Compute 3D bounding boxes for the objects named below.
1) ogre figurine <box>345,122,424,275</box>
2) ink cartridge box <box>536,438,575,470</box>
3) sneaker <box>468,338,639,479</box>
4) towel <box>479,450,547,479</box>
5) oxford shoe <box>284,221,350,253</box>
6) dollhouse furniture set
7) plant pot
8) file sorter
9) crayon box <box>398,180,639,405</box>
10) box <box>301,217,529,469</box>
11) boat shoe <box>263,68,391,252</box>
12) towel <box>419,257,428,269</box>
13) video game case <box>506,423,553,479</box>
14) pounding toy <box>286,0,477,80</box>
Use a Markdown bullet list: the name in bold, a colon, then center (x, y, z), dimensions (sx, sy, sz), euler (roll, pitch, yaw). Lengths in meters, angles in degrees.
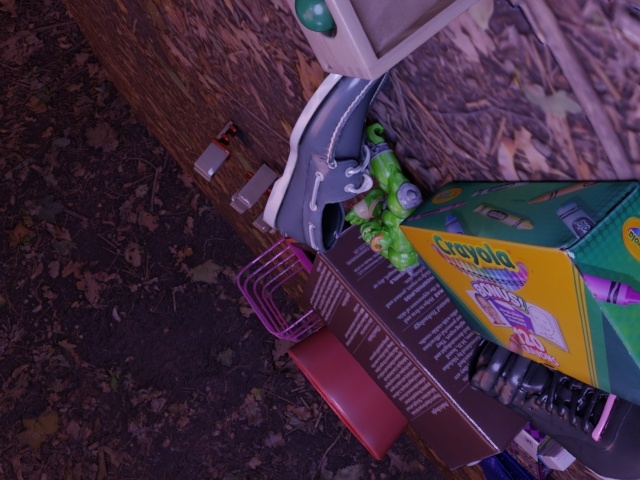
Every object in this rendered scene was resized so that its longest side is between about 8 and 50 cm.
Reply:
- **ogre figurine**: center (0.088, -0.040, 0.778), dimensions (0.118, 0.096, 0.197), euler (57, 144, 42)
- **ink cartridge box**: center (0.370, 0.325, 0.949), dimensions (0.028, 0.048, 0.083), euler (48, 170, 12)
- **sneaker**: center (0.250, 0.165, 0.659), dimensions (0.146, 0.105, 0.296), euler (31, 175, -7)
- **towel**: center (0.443, 0.546, 1.355), dimensions (0.227, 0.076, 0.308), euler (41, 165, 55)
- **oxford shoe**: center (0.000, 0.000, 1.275), dimensions (0.098, 0.097, 0.271), euler (47, 171, -14)
- **dollhouse furniture set**: center (-0.158, -0.142, 1.460), dimensions (0.259, 0.135, 0.262), euler (41, 171, -8)
- **plant pot**: center (0.112, 0.247, 1.230), dimensions (0.275, 0.243, 0.275), euler (48, 169, 13)
- **file sorter**: center (-0.060, 0.137, 1.560), dimensions (0.202, 0.182, 0.291), euler (53, -178, 19)
- **crayon box**: center (0.200, 0.033, 0.573), dimensions (0.165, 0.081, 0.278), euler (53, 169, -14)
- **box**: center (0.149, 0.156, 0.973), dimensions (0.381, 0.143, 0.191), euler (50, 156, 15)
- **boat shoe**: center (0.023, -0.090, 0.701), dimensions (0.099, 0.116, 0.319), euler (40, 145, 7)
- **towel**: center (0.147, 0.011, 0.864), dimensions (0.119, 0.029, 0.067), euler (38, 164, 53)
- **video game case**: center (0.321, 0.314, 1.130), dimensions (0.232, 0.041, 0.210), euler (42, 165, 40)
- **pounding toy**: center (0.013, -0.191, 0.426), dimensions (0.130, 0.141, 0.100), euler (57, 168, -31)
